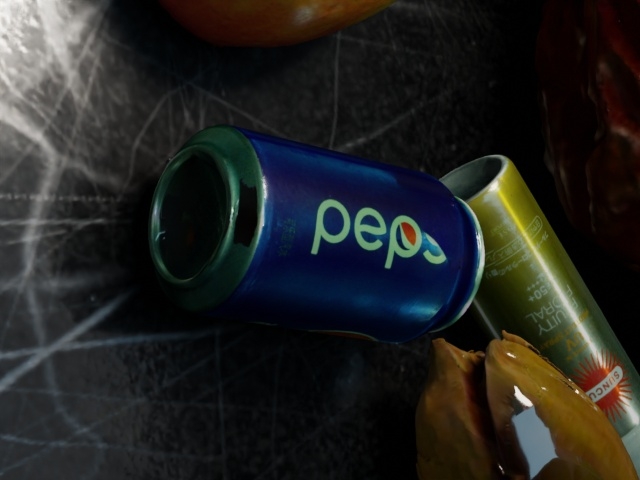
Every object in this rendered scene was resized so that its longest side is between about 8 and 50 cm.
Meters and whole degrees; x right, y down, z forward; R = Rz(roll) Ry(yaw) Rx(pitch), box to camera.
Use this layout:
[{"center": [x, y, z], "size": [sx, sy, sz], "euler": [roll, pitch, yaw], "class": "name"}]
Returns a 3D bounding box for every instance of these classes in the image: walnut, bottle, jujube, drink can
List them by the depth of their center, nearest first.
[{"center": [0.000, 0.000, 0.989], "size": [0.205, 0.118, 0.118], "euler": [10, 77, -37], "class": "drink can"}, {"center": [0.141, 0.166, 1.067], "size": [0.137, 0.137, 0.245], "euler": [-48, 112, -34], "class": "walnut"}, {"center": [0.170, 0.076, 1.139], "size": [0.082, 0.082, 0.286], "euler": [-46, 112, -35], "class": "bottle"}, {"center": [0.291, -0.162, 1.168], "size": [0.276, 0.276, 0.376], "euler": [0, 81, -40], "class": "jujube"}]

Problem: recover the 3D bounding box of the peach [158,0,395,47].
[{"center": [-0.015, -0.219, 1.007], "size": [0.196, 0.226, 0.190], "euler": [62, 6, 29], "class": "peach"}]
